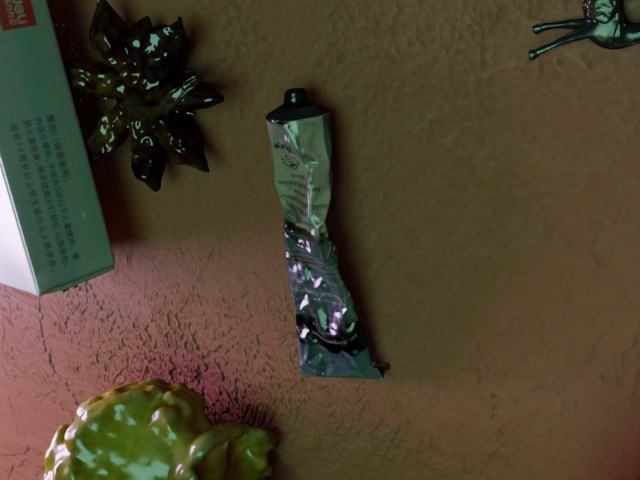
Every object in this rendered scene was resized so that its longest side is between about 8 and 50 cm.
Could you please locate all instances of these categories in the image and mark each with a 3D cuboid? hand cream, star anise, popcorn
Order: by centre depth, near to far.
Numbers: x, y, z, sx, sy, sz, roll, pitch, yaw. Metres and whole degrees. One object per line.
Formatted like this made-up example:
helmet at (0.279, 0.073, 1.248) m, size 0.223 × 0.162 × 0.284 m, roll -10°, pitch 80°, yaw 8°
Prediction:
hand cream at (0.001, 0.000, 0.718) m, size 0.075 × 0.052 × 0.248 m, roll 14°, pitch 123°, yaw 48°
star anise at (-0.147, -0.119, 0.739) m, size 0.168 × 0.057 × 0.168 m, roll 15°, pitch 117°, yaw 32°
popcorn at (-0.145, 0.231, 0.801) m, size 0.189 × 0.169 × 0.218 m, roll 0°, pitch 113°, yaw 27°

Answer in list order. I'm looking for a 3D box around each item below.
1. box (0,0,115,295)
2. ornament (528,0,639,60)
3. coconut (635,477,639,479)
box at (-0.267, -0.093, 0.772) m, size 0.135 × 0.079 × 0.269 m, roll 6°, pitch 113°, yaw 50°
ornament at (0.192, -0.151, 0.566) m, size 0.125 × 0.028 × 0.073 m, roll 6°, pitch 112°, yaw 28°
coconut at (0.262, 0.253, 0.559) m, size 0.245 × 0.245 × 0.247 m, roll -39°, pitch 88°, yaw 33°
